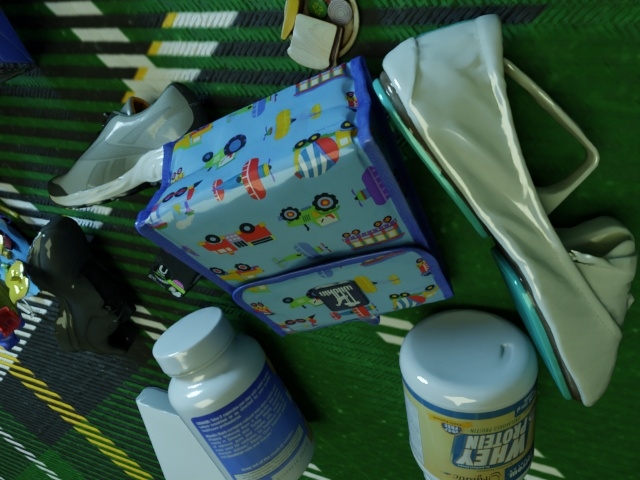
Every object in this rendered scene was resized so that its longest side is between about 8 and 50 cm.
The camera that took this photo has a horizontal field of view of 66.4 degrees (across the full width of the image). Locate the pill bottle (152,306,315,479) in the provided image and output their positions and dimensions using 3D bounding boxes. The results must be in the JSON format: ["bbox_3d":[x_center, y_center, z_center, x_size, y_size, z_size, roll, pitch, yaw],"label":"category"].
[{"bbox_3d":[-0.130,0.239,0.737,0.153,0.152,0.271,-13,113,32],"label":"pill bottle"}]

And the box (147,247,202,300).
[{"bbox_3d":[-0.197,0.032,0.697,0.062,0.052,0.083,38,128,-2],"label":"box"}]

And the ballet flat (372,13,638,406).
[{"bbox_3d":[0.200,-0.016,0.440,0.139,0.139,0.400,-25,106,35],"label":"ballet flat"}]

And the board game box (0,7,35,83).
[{"bbox_3d":[-0.540,-0.245,0.543,0.291,0.141,0.232,-25,111,1],"label":"board game box"}]

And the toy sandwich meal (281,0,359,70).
[{"bbox_3d":[-0.004,-0.205,0.464,0.086,0.029,0.085,12,125,18],"label":"toy sandwich meal"}]

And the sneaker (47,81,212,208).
[{"bbox_3d":[-0.240,-0.110,0.608,0.272,0.100,0.107,-15,104,26],"label":"sneaker"}]

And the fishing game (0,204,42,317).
[{"bbox_3d":[-0.588,0.034,0.897,0.189,0.041,0.264,30,129,9],"label":"fishing game"}]

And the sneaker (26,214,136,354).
[{"bbox_3d":[-0.370,0.080,0.795,0.130,0.109,0.286,11,132,8],"label":"sneaker"}]

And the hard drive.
[{"bbox_3d":[-0.230,0.461,0.997,0.233,0.047,0.352,10,125,20],"label":"hard drive"}]

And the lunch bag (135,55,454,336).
[{"bbox_3d":[0.000,0.000,0.523,0.221,0.138,0.293,-19,133,18],"label":"lunch bag"}]

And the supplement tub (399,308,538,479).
[{"bbox_3d":[0.172,0.196,0.567,0.145,0.144,0.199,2,121,25],"label":"supplement tub"}]

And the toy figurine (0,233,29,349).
[{"bbox_3d":[-0.582,0.075,0.776,0.362,0.191,0.217,42,147,23],"label":"toy figurine"}]
